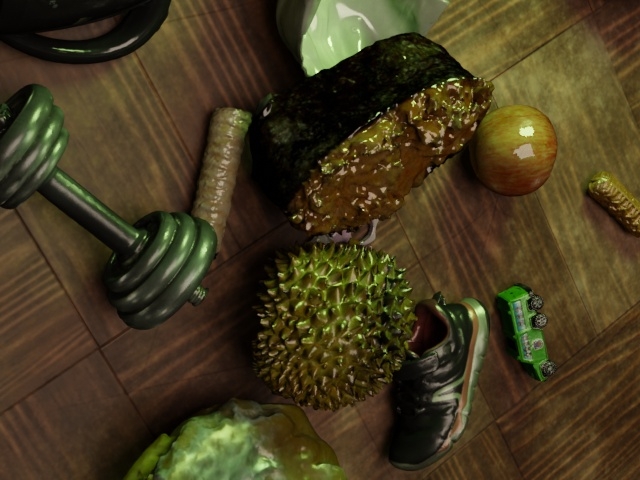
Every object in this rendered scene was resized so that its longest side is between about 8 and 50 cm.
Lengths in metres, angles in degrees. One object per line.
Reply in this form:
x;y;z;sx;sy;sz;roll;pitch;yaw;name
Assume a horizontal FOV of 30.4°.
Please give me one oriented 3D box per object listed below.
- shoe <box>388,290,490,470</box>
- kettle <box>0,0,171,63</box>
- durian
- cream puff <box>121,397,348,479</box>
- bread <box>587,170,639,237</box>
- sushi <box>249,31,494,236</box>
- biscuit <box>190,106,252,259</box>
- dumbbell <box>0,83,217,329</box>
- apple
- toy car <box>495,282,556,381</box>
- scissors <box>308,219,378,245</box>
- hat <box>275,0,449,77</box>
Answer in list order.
0.164;0.215;1.830;0.137;0.114;0.291;23;82;-34;shoe
-0.305;-0.347;1.492;0.290;0.207;0.268;-12;130;-36;kettle
0.026;0.115;1.668;0.258;0.293;0.258;2;97;15;durian
-0.126;0.421;1.632;0.378;0.275;0.378;13;60;-24;cream puff
0.518;-0.062;2.033;0.157;0.044;0.052;39;80;-26;bread
0.074;-0.134;1.668;0.348;0.207;0.234;-33;142;-10;sushi
-0.145;-0.080;1.665;0.061;0.055;0.219;11;91;-35;biscuit
-0.300;-0.039;1.517;0.406;0.179;0.179;40;76;-26;dumbbell
0.300;-0.141;1.853;0.131;0.146;0.146;-1;96;-8;apple
0.339;0.155;1.947;0.062;0.071;0.165;-16;103;-11;toy car
0.000;0.000;1.772;0.212;0.021;0.110;-38;115;-20;scissors
0.014;-0.387;1.687;0.258;0.168;0.301;-6;73;-40;hat
